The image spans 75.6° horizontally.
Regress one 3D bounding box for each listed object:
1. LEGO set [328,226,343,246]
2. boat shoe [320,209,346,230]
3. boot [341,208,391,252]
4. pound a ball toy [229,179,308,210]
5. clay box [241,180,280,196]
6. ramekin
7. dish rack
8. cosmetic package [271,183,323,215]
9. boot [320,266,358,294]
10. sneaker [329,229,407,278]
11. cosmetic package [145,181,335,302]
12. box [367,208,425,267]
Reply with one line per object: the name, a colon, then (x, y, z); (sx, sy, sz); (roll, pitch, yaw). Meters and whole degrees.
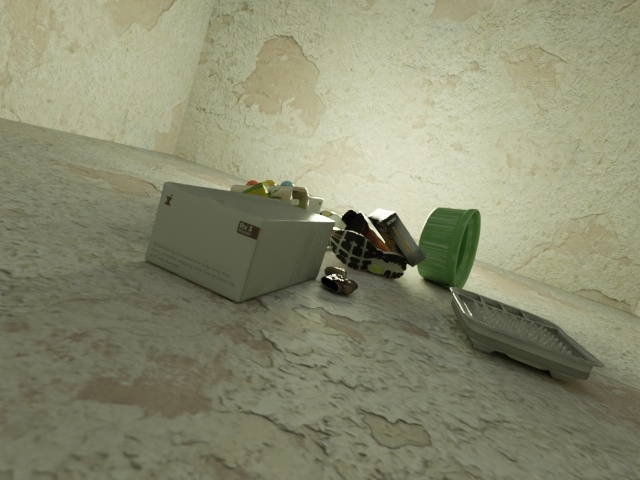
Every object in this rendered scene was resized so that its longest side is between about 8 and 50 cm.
LEGO set: (0.007, -0.026, 1.518); (0.227, 0.087, 0.093); (12, 11, -44)
boat shoe: (0.044, -0.080, 1.901); (0.103, 0.113, 0.302); (14, -1, -19)
boot: (0.208, 0.015, 1.586); (0.280, 0.096, 0.264); (43, 0, -14)
pound a ball toy: (-0.194, -0.160, 1.573); (0.319, 0.136, 0.208); (6, 4, 29)
clay box: (-0.237, -0.128, 1.294); (0.053, 0.222, 0.127); (61, 3, -9)
ramekin: (0.469, 0.022, 1.512); (0.148, 0.304, 0.303); (15, 5, 31)
dish rack: (0.444, 0.213, 0.963); (0.285, 0.072, 0.333); (20, 9, 8)
cosmetic package: (-0.115, -0.136, 1.738); (0.183, 0.151, 0.151); (22, 9, 29)
boot: (0.031, 0.092, 0.970); (0.118, 0.042, 0.087); (24, 13, 38)
sneaker: (0.141, 0.049, 1.329); (0.279, 0.107, 0.118); (27, 0, -18)
cosmetic package: (-0.138, -0.006, 0.865); (0.217, 0.156, 0.385); (21, 10, 20)
box: (0.252, -0.015, 1.405); (0.183, 0.056, 0.231); (55, 0, -10)
